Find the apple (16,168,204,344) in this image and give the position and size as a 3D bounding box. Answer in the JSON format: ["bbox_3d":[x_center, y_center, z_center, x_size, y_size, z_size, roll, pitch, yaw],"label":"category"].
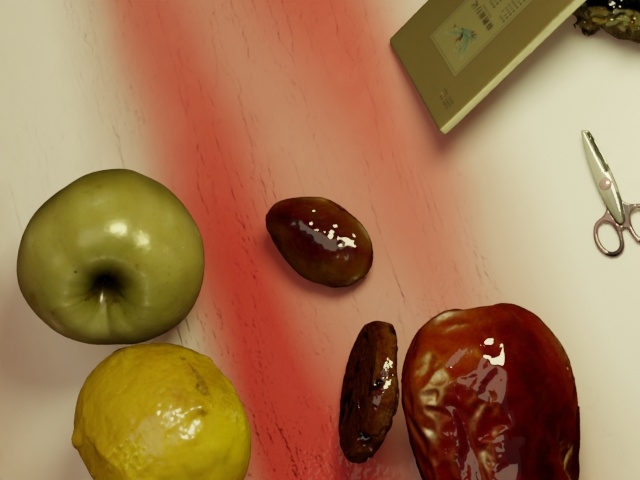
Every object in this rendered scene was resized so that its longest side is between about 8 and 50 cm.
[{"bbox_3d":[-0.295,0.020,1.918,0.262,0.262,0.262,-4,78,20],"label":"apple"}]

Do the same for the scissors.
[{"bbox_3d":[0.384,-0.069,1.813,0.085,0.022,0.176,-25,75,20],"label":"scissors"}]

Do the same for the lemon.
[{"bbox_3d":[-0.217,0.261,1.864,0.233,0.233,0.288,-43,62,8],"label":"lemon"}]

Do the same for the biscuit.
[{"bbox_3d":[0.065,0.202,1.807,0.049,0.192,0.192,15,84,-12],"label":"biscuit"}]

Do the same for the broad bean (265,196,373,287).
[{"bbox_3d":[0.000,0.000,1.914,0.165,0.084,0.114,43,113,16],"label":"broad bean"}]

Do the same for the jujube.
[{"bbox_3d":[0.222,0.238,1.721,0.223,0.223,0.318,-13,79,18],"label":"jujube"}]

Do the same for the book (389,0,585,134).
[{"bbox_3d":[0.236,-0.314,1.837,0.310,0.021,0.217,-44,43,21],"label":"book"}]

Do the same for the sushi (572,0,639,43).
[{"bbox_3d":[0.430,-0.310,1.777,0.212,0.147,0.115,22,88,20],"label":"sushi"}]
